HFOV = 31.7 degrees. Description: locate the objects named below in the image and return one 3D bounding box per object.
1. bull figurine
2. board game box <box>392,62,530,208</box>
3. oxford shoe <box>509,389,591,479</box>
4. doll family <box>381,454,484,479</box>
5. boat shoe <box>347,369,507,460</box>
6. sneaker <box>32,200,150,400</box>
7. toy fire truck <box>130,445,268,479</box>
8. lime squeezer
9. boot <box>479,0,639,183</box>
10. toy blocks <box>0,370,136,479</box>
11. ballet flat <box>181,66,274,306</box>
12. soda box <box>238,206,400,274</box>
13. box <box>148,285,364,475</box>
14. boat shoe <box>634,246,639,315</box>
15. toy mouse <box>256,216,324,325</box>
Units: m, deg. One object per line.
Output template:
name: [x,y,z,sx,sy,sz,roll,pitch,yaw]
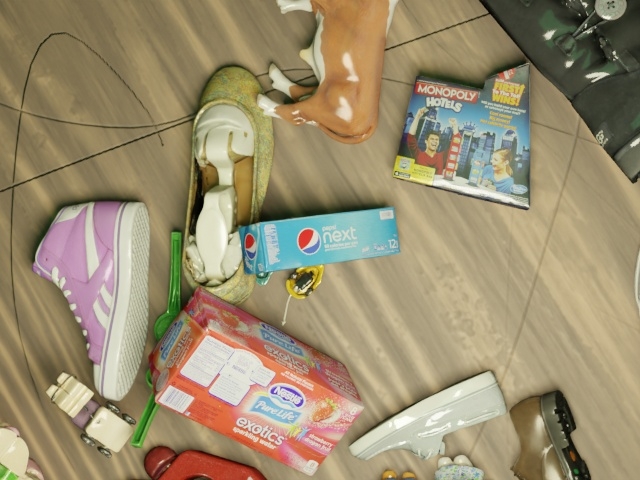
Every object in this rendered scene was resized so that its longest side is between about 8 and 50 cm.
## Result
bull figurine: [0.023,-0.293,1.561,0.188,0.101,0.310,7,90,8]
board game box: [0.216,-0.158,1.559,0.194,0.060,0.194,14,90,6]
oxford shoe: [0.316,0.323,1.545,0.096,0.083,0.227,-17,87,24]
doll family: [0.134,0.364,1.497,0.263,0.163,0.118,-11,113,7]
boat shoe: [0.151,0.260,1.553,0.227,0.079,0.081,-27,83,2]
sneaker: [-0.331,0.085,1.604,0.161,0.102,0.282,0,79,10]
toy fire truck: [-0.198,0.423,1.562,0.254,0.169,0.302,41,93,23]
lime squeezer: [-0.223,0.147,1.587,0.059,0.110,0.310,-1,66,24]
boot: [0.413,-0.352,1.510,0.367,0.146,0.445,-34,75,-10]
toy blocks: [-0.483,0.275,1.570,0.288,0.260,0.309,43,78,-26]
ballet flat: [-0.133,-0.079,1.552,0.123,0.123,0.348,2,84,6]
soda box: [0.000,0.000,1.523,0.210,0.071,0.067,-7,88,-29]
box: [-0.086,0.188,1.499,0.257,0.122,0.128,30,105,-24]
boat shoe: [0.485,0.125,1.505,0.118,0.103,0.320,1,90,6]
toy mouse: [-0.051,0.015,1.600,0.143,0.031,0.161,40,91,12]
